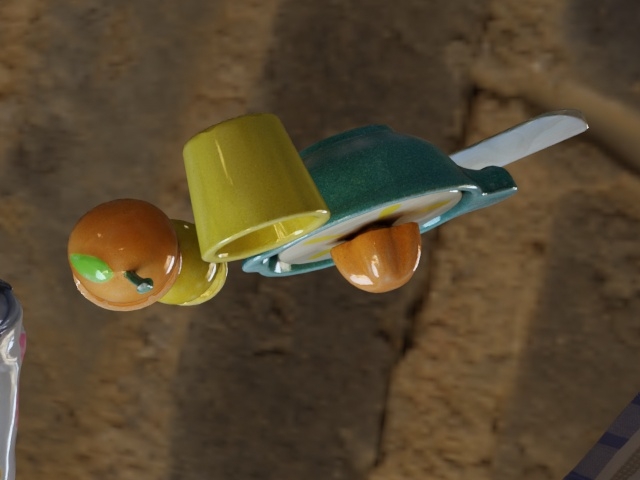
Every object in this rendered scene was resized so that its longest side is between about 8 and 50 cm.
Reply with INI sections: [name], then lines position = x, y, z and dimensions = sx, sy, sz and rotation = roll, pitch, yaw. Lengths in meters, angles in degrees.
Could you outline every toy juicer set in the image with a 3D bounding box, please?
[toy juicer set]
position = 0.000, 0.000, 1.151
dimensions = 0.329, 0.209, 0.089
rotation = -8, -106, -51

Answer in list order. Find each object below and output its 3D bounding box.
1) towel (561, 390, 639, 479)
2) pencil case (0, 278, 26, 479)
[towel]
position = 0.347, 0.191, 1.902
dimensions = 0.034, 0.285, 0.209
rotation = 45, -100, -14
[pencil case]
position = -0.257, 0.151, 1.272
dimensions = 0.113, 0.124, 0.273
rotation = -19, -56, -44
